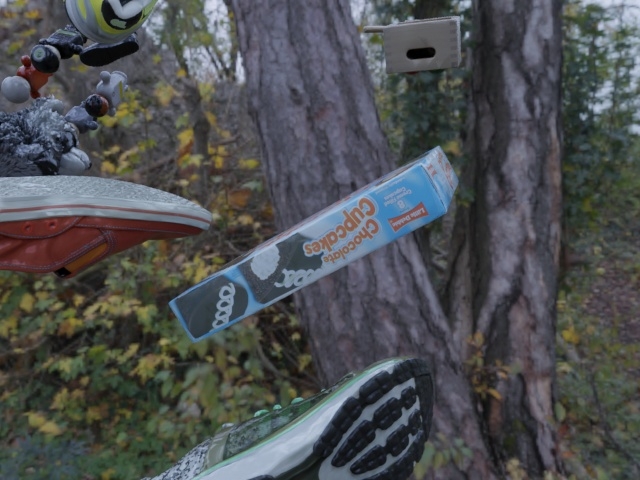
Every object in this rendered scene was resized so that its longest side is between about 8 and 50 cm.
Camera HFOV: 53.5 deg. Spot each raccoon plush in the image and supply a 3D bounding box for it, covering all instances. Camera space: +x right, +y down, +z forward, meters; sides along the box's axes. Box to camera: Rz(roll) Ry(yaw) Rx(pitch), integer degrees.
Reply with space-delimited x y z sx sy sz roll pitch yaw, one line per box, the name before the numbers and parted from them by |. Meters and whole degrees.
raccoon plush | -0.624 -0.203 1.124 0.216 0.299 0.446 -40 -50 17

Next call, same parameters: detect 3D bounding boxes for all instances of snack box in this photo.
snack box | 0.000 0.000 0.734 0.322 0.060 0.187 -28 5 20

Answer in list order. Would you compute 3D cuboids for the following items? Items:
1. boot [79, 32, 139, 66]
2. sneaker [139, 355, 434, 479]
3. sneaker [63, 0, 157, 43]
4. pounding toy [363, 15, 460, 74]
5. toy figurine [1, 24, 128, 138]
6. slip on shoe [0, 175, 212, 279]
boot | -0.405 -0.391 1.216 0.121 0.099 0.045 -19 -29 -1
sneaker | -0.040 0.229 0.735 0.410 0.158 0.182 -21 22 -32
sneaker | -0.229 -0.456 0.881 0.145 0.384 0.147 14 6 -39
pounding toy | 0.172 -0.365 1.201 0.181 0.094 0.206 -1 20 15
toy figurine | -0.548 -0.328 1.373 0.213 0.209 0.148 -24 30 33
slip on shoe | -0.272 -0.012 0.703 0.331 0.101 0.123 -7 21 -44
